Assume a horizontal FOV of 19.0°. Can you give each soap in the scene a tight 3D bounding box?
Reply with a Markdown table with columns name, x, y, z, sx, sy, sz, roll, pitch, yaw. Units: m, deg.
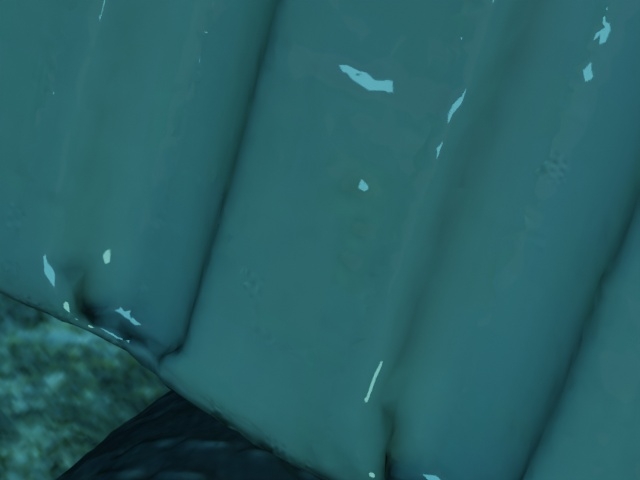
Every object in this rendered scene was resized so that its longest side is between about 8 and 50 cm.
| name | x | y | z | sx | sy | sz | roll | pitch | yaw |
| --- | --- | --- | --- | --- | --- | --- | --- | --- | --- |
| soap | 0.049 | -0.158 | 0.510 | 0.350 | 0.213 | 0.435 | 24 | 119 | 17 |

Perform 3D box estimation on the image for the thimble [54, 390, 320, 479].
| name | x | y | z | sx | sy | sz | roll | pitch | yaw |
| --- | --- | --- | --- | --- | --- | --- | --- | --- | --- |
| thimble | -0.037 | 0.157 | 0.710 | 0.236 | 0.172 | 0.205 | -5 | 104 | 33 |
